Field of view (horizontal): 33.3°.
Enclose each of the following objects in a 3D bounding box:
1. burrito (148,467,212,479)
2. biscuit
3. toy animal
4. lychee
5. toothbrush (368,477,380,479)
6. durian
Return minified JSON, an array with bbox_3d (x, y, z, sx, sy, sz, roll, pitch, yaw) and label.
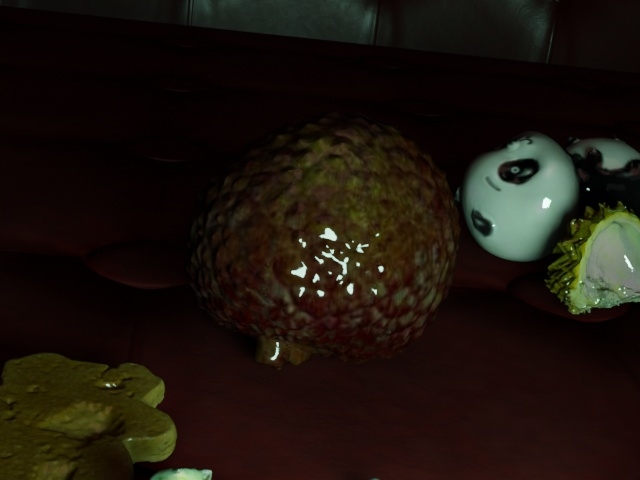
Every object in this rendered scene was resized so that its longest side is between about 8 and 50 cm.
[{"bbox_3d":[-0.068,0.222,0.595,0.143,0.089,0.229,23,22,3],"label":"burrito"},{"bbox_3d":[-0.203,0.156,0.804,0.184,0.035,0.249,6,20,-1],"label":"biscuit"},{"bbox_3d":[0.296,-0.054,1.376,0.235,0.165,0.187,5,20,-6],"label":"toy animal"},{"bbox_3d":[0.000,0.000,1.020,0.260,0.261,0.260,6,19,-2],"label":"lychee"},{"bbox_3d":[0.094,0.240,0.694,0.026,0.024,0.288,-16,27,-19],"label":"toothbrush"},{"bbox_3d":[0.341,0.027,1.278,0.224,0.140,0.078,15,-5,-42],"label":"durian"}]
